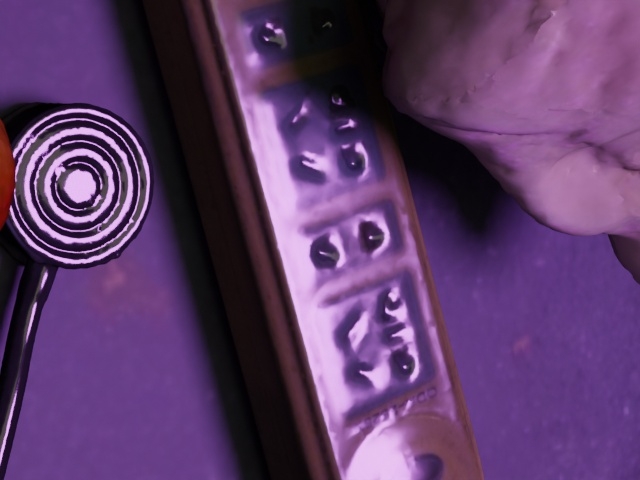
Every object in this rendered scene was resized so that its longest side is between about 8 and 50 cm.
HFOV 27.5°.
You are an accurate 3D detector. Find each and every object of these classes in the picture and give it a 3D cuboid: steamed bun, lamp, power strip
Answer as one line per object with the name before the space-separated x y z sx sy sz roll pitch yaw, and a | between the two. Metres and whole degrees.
steamed bun | 0.161 -0.147 0.565 0.280 0.207 0.268 31 51 -32
lamp | -0.121 0.125 0.462 0.130 0.108 0.371 34 72 -28
power strip | 0.000 0.000 0.577 0.092 0.066 0.388 -22 104 -31

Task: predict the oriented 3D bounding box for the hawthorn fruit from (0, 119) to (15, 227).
hawthorn fruit | -0.162 -0.025 0.422 0.125 0.125 0.140 57 49 -22
